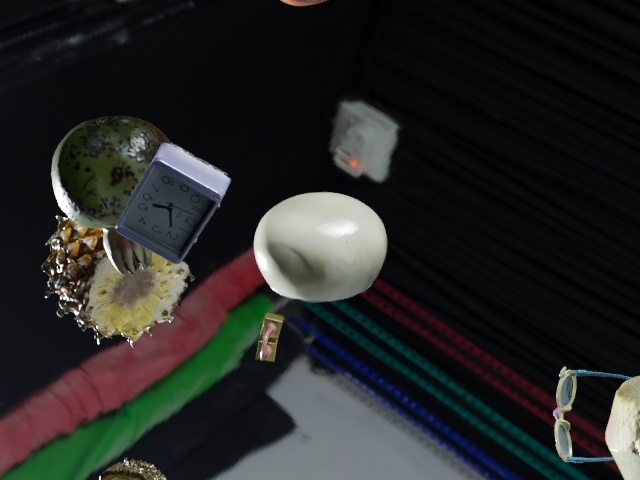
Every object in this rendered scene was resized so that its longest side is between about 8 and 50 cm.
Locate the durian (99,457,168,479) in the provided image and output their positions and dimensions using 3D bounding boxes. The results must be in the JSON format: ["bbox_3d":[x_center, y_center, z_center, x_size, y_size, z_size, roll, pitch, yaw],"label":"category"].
[{"bbox_3d":[-0.342,0.480,1.730,0.196,0.167,0.196,-38,-18,-14],"label":"durian"}]

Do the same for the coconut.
[{"bbox_3d":[0.614,0.343,1.679,0.259,0.259,0.259,-44,-24,-26],"label":"coconut"}]

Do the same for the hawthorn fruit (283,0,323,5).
[{"bbox_3d":[-0.051,-0.642,2.347,0.299,0.211,0.211,-34,-25,-6],"label":"hawthorn fruit"}]

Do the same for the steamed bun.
[{"bbox_3d":[0.000,0.000,2.429,0.324,0.324,0.206,-33,-51,-44],"label":"steamed bun"}]

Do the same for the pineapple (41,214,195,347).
[{"bbox_3d":[-0.520,0.070,2.467,0.352,0.300,0.352,-19,-62,-39],"label":"pineapple"}]

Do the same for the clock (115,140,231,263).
[{"bbox_3d":[-0.268,-0.065,1.812,0.193,0.145,0.073,-53,13,34],"label":"clock"}]

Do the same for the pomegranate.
[{"bbox_3d":[-0.428,-0.094,2.134,0.285,0.285,0.340,-26,-69,-51],"label":"pomegranate"}]

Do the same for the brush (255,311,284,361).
[{"bbox_3d":[-0.116,0.226,2.237,0.233,0.047,0.103,-113,35,-88],"label":"brush"}]

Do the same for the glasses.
[{"bbox_3d":[0.582,0.361,2.009,0.088,0.221,0.189,67,-150,-66],"label":"glasses"}]
